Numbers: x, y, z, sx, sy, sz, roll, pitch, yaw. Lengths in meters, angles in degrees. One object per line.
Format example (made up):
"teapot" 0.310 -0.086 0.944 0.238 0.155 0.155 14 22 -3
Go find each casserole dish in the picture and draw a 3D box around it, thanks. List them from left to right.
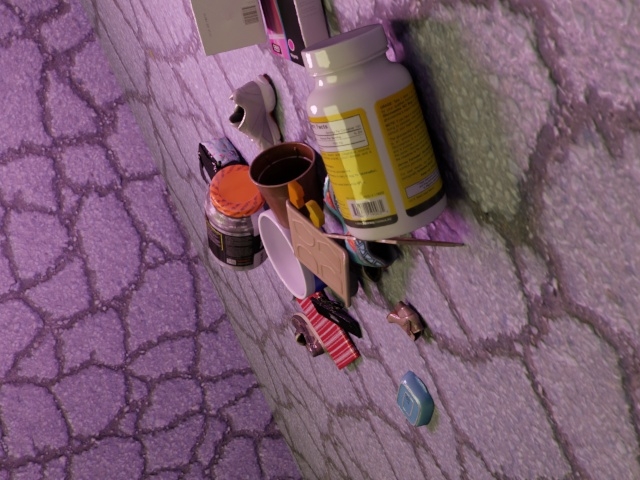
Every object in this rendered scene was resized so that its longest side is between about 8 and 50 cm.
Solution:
"casserole dish" 0.234 0.406 1.971 0.114 0.037 0.188 53 158 29

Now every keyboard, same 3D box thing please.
"keyboard" 0.047 0.202 2.204 0.192 0.038 0.100 26 152 44

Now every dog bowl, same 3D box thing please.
"dog bowl" -0.064 0.023 2.153 0.265 0.104 0.265 53 159 30

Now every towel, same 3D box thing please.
"towel" 0.020 0.250 2.351 0.275 0.031 0.199 58 159 10

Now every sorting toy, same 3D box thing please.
"sorting toy" 0.000 0.000 1.798 0.229 0.041 0.307 44 158 29

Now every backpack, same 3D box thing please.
"backpack" -0.313 -0.240 2.461 0.182 0.115 0.152 53 148 31

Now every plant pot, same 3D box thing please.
"plant pot" -0.071 -0.126 1.906 0.167 0.167 0.165 44 160 46

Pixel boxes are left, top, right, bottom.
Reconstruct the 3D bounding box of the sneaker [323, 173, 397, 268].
"sneaker" 0.100 -0.053 1.653 0.125 0.104 0.262 22 144 50

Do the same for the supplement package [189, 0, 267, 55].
"supplement package" -0.203 -0.517 1.637 0.244 0.133 0.139 -106 3 -47

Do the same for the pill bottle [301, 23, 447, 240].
"pill bottle" 0.087 -0.185 1.333 0.188 0.188 0.334 23 136 63

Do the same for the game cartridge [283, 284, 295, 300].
"game cartridge" -0.101 0.167 2.589 0.056 0.017 0.083 61 162 20

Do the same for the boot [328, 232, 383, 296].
"boot" 0.091 0.071 1.872 0.208 0.076 0.190 14 131 58

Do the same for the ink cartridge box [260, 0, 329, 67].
"ink cartridge box" -0.073 -0.527 1.513 0.176 0.069 0.371 39 147 53

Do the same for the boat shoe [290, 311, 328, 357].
"boat shoe" -0.050 0.308 2.545 0.223 0.073 0.080 38 149 52

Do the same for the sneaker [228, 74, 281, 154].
"sneaker" -0.177 -0.298 2.000 0.099 0.121 0.262 49 157 39

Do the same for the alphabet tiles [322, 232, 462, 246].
"alphabet tiles" 0.138 -0.001 1.453 0.237 0.198 0.009 -173 86 -68

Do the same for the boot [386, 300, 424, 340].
"boot" 0.194 0.191 1.781 0.087 0.042 0.118 55 160 19

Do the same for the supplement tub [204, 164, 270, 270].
"supplement tub" -0.244 -0.067 2.358 0.207 0.207 0.338 56 160 22
